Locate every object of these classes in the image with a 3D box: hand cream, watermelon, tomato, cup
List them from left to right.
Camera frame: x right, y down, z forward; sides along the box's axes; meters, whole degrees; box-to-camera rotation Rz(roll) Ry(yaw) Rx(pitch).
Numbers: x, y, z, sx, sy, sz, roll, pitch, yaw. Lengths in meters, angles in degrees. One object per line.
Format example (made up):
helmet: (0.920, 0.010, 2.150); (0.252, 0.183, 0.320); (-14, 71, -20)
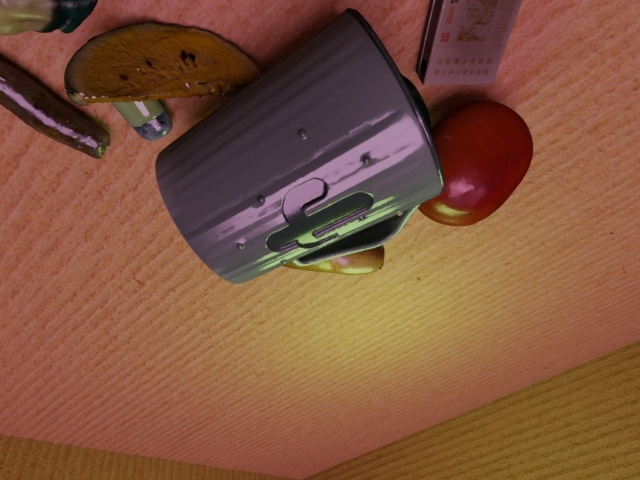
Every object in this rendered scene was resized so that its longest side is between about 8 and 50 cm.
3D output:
hand cream: (-0.330, -0.255, 0.748); (0.095, 0.046, 0.175); (-20, 130, 12)
watermelon: (-0.246, -0.264, 0.676); (0.300, 0.129, 0.123); (-18, 135, -30)
cup: (-0.005, -0.098, 0.719); (0.392, 0.310, 0.401); (-29, 110, 9)
tomato: (0.298, -0.141, 0.855); (0.259, 0.180, 0.260); (-36, 157, -18)

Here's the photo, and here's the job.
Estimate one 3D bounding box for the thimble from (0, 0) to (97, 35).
thimble: (-0.398, -0.363, 0.469); (0.288, 0.254, 0.167); (29, 126, -2)

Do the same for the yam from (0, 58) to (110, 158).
yam: (-0.503, -0.243, 0.709); (0.071, 0.067, 0.317); (-9, 147, 42)

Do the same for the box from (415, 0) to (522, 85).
box: (0.251, -0.367, 0.725); (0.140, 0.058, 0.201); (-4, 138, -6)

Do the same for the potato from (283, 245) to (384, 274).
potato: (0.000, 0.000, 0.986); (0.299, 0.173, 0.140); (8, 129, -9)
